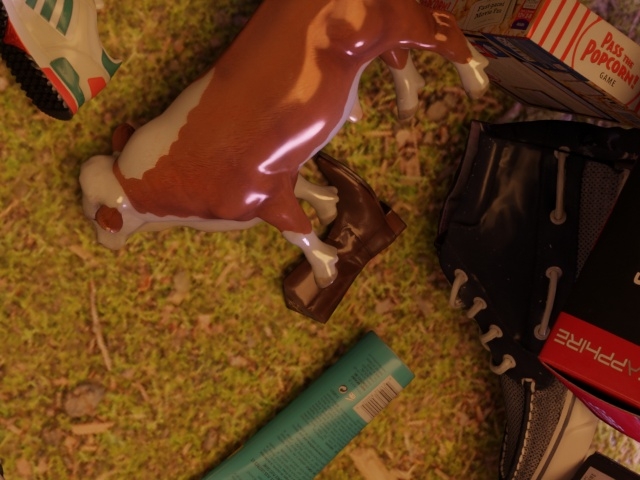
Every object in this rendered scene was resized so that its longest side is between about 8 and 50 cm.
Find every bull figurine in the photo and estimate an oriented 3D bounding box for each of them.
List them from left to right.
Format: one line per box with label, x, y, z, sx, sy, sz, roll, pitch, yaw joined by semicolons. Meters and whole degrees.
bull figurine;-0.030;-0.082;1.116;0.188;0.101;0.310;33;105;-31

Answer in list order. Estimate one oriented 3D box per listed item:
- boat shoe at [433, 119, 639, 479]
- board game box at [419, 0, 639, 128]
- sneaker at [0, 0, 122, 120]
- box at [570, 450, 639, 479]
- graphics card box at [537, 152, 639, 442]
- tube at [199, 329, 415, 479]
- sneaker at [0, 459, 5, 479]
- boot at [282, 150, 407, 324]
boat shoe;0.159;0.057;1.275;0.158;0.127;0.340;11;104;-5
board game box;0.163;-0.142;1.165;0.147;0.193;0.045;29;87;-29
sneaker;-0.196;-0.167;1.080;0.075;0.057;0.161;-42;116;-28
box;0.187;0.413;1.288;0.395;0.097;0.318;-51;139;-15
graphics card box;0.294;-0.034;1.124;0.371;0.094;0.233;-62;155;-4
tube;-0.015;0.161;1.250;0.207;0.052;0.080;-43;112;-3
sneaker;-0.325;0.249;1.100;0.235;0.094;0.153;-20;103;-30
boot;0.000;0.000;1.221;0.114;0.037;0.106;-47;115;-2
